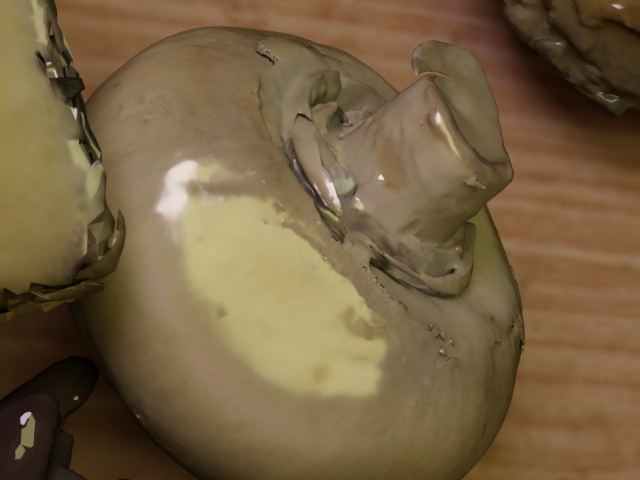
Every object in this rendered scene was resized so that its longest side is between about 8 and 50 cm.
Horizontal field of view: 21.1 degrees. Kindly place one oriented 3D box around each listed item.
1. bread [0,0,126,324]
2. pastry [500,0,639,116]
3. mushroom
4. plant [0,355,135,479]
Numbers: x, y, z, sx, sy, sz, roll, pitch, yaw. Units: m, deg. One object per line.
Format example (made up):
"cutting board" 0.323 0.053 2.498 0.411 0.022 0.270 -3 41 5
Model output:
"bread" -0.266 -0.052 0.648 0.315 0.279 0.248 -22 98 -38
"pastry" 0.211 -0.211 0.929 0.329 0.136 0.330 5 77 -23
"mushroom" 0.000 0.000 0.765 0.246 0.202 0.246 31 36 -25
"plant" -0.193 0.174 0.676 0.320 0.181 0.194 -20 87 -22
